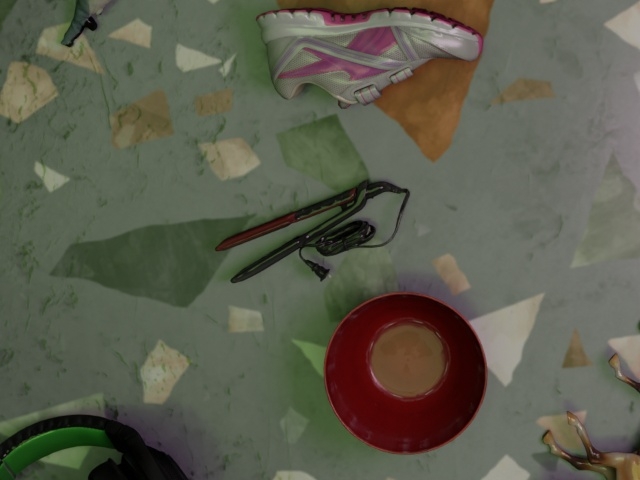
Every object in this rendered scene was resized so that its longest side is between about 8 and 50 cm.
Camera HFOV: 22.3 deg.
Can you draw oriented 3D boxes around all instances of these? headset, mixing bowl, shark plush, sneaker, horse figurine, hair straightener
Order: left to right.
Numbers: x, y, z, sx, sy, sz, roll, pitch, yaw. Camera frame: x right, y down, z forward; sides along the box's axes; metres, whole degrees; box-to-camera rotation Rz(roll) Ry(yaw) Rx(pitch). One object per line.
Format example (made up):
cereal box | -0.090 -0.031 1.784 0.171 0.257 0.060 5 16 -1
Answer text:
shark plush | -0.259 -0.300 1.858 0.067 0.073 0.161 28 119 21
headset | -0.222 0.352 1.816 0.394 0.185 0.243 21 62 30
hair straightener | 0.000 0.000 1.858 0.230 0.047 0.089 -23 93 3
sneaker | 0.055 -0.202 1.806 0.252 0.103 0.111 1 100 12
mixing bowl | 0.098 0.142 1.829 0.181 0.098 0.181 1 96 6
horse figurine | 0.366 0.221 1.830 0.174 0.066 0.263 40 95 6
